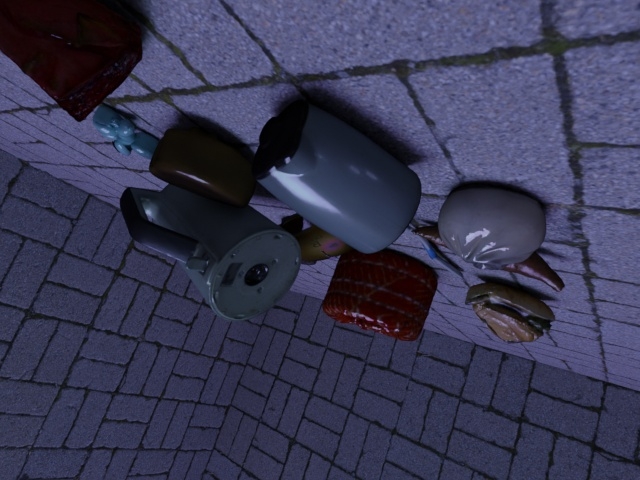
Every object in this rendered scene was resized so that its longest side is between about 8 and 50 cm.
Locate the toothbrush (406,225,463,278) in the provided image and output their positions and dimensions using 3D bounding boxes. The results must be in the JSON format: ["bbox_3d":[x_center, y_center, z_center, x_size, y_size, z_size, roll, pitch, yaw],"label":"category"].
[{"bbox_3d":[0.278,0.025,1.068,0.040,0.040,0.386,7,165,45],"label":"toothbrush"}]

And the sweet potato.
[{"bbox_3d":[0.342,0.020,0.881,0.315,0.066,0.072,20,161,15],"label":"sweet potato"}]

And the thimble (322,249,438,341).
[{"bbox_3d":[0.188,0.174,1.364,0.351,0.230,0.350,18,166,5],"label":"thimble"}]

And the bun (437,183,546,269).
[{"bbox_3d":[0.282,-0.011,0.722,0.173,0.119,0.173,17,166,4],"label":"bun"}]

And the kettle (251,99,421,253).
[{"bbox_3d":[0.009,-0.112,0.690,0.237,0.161,0.221,28,-164,-28],"label":"kettle"}]

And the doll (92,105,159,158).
[{"bbox_3d":[-0.463,-0.251,1.007,0.160,0.059,0.158,13,166,34],"label":"doll"}]

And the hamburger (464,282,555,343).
[{"bbox_3d":[0.512,0.173,1.171,0.208,0.135,0.155,38,147,-11],"label":"hamburger"}]

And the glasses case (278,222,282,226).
[{"bbox_3d":[-0.075,0.019,1.453,0.137,0.085,0.354,17,166,4],"label":"glasses case"}]

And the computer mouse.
[{"bbox_3d":[0.000,0.000,1.193,0.158,0.071,0.310,-17,156,14],"label":"computer mouse"}]

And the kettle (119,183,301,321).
[{"bbox_3d":[-0.294,-0.007,1.064,0.361,0.249,0.377,6,-155,-47],"label":"kettle"}]

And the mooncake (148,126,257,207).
[{"bbox_3d":[-0.245,-0.156,0.934,0.235,0.116,0.235,16,173,2],"label":"mooncake"}]

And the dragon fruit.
[{"bbox_3d":[-0.344,-0.284,0.549,0.205,0.152,0.317,48,169,-26],"label":"dragon fruit"}]
